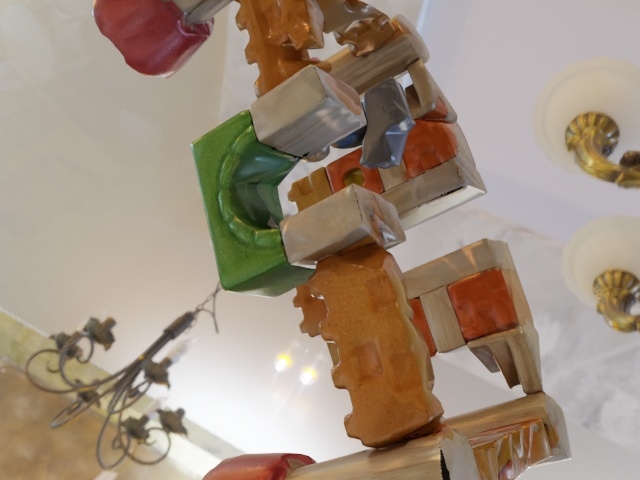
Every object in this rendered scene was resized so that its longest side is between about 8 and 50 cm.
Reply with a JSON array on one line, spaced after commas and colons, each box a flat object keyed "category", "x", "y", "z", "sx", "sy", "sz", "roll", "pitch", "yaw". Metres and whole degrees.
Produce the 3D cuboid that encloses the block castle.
[{"category": "block castle", "x": 0.000, "y": 0.000, "z": 0.504, "sx": 0.212, "sy": 0.303, "sz": 0.454, "roll": -26, "pitch": -110, "yaw": 28}]
